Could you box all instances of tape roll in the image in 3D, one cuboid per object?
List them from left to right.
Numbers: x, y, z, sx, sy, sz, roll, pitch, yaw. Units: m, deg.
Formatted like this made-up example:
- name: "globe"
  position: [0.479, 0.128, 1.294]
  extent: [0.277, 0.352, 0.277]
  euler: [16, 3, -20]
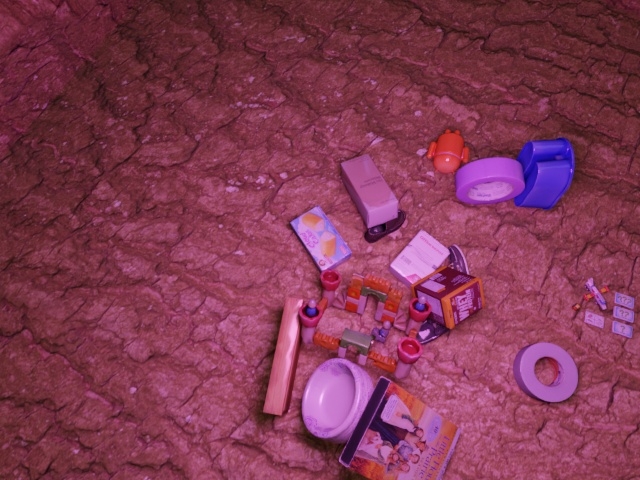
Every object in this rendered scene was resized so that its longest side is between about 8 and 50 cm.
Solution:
- name: "tape roll"
  position: [0.725, -0.250, 1.765]
  extent: [0.274, 0.275, 0.090]
  euler: [2, 71, 2]
- name: "tape roll"
  position: [0.877, 0.514, 1.605]
  extent: [0.218, 0.072, 0.220]
  euler: [0, 71, 0]

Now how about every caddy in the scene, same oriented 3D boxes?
- name: "caddy"
  position: [0.949, -0.279, 1.738]
  extent: [0.179, 0.341, 0.242]
  euler: [2, 64, 5]

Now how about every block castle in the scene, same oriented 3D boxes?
- name: "block castle"
  position: [0.171, 0.286, 1.545]
  extent: [0.452, 0.213, 0.303]
  euler: [17, 38, 14]

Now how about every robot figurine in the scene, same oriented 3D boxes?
- name: "robot figurine"
  position: [0.592, -0.406, 1.902]
  extent: [0.157, 0.128, 0.220]
  euler: [23, 70, -20]

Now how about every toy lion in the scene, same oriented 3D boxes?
- name: "toy lion"
  position: [0.190, 0.411, 1.652]
  extent: [0.034, 0.096, 0.100]
  euler: [43, 37, 14]

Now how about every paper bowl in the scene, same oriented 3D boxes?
- name: "paper bowl"
  position: [0.077, 0.593, 1.508]
  extent: [0.148, 0.284, 0.285]
  euler: [39, 70, -33]

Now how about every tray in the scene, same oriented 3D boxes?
- name: "tray"
  position: [-0.125, 0.442, 1.577]
  extent: [0.076, 0.203, 0.412]
  euler: [9, 71, 6]

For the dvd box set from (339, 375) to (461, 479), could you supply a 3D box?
- name: "dvd box set"
  position: [0.293, 0.710, 1.430]
  extent: [0.420, 0.062, 0.308]
  euler: [40, 72, -24]

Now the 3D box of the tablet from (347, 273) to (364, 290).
- name: "tablet"
  position: [0.154, 0.189, 1.765]
  extent: [0.054, 0.006, 0.083]
  euler: [20, 72, 8]

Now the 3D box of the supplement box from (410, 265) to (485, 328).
- name: "supplement box"
  position: [0.500, 0.217, 1.613]
  extent: [0.191, 0.194, 0.129]
  euler: [-25, 113, -21]

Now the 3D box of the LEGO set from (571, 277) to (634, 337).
- name: "LEGO set"
  position: [1.177, 0.272, 1.693]
  extent: [0.244, 0.060, 0.183]
  euler: [20, 69, 8]

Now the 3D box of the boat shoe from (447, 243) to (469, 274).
- name: "boat shoe"
  position: [0.582, 0.128, 1.739]
  extent: [0.068, 0.081, 0.228]
  euler: [-14, 74, -8]

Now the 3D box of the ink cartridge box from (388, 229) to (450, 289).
- name: "ink cartridge box"
  position: [0.419, 0.088, 1.751]
  extent: [0.158, 0.092, 0.218]
  euler: [41, 78, 14]

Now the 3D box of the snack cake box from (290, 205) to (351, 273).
- name: "snack cake box"
  position: [0.000, 0.000, 1.790]
  extent: [0.152, 0.089, 0.265]
  euler: [-32, 73, -10]

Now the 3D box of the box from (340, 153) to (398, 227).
- name: "box"
  position: [0.211, -0.221, 1.805]
  extent: [0.147, 0.121, 0.311]
  euler: [-21, 56, -7]

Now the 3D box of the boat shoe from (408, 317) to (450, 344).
- name: "boat shoe"
  position: [0.486, 0.329, 1.664]
  extent: [0.285, 0.092, 0.103]
  euler: [-27, 73, -8]

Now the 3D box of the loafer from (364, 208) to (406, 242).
- name: "loafer"
  position: [0.293, -0.067, 1.813]
  extent: [0.220, 0.078, 0.080]
  euler: [-37, 74, -11]
